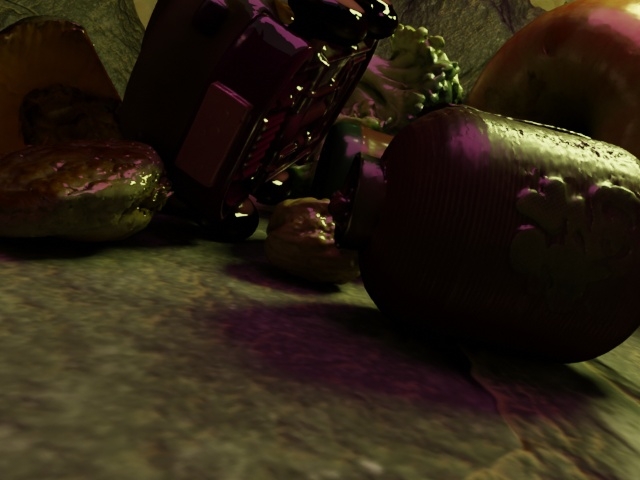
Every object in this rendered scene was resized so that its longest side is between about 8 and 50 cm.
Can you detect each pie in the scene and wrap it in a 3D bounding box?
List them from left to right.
[{"bbox_3d":[-0.212,-0.041,0.511,0.163,0.079,0.193,-4,18,-29],"label":"pie"}]

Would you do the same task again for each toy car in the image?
[{"bbox_3d":[-0.091,-0.184,0.666,0.240,0.271,0.341,35,27,3],"label":"toy car"}]

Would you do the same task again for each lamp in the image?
[{"bbox_3d":[0.131,-0.010,0.463,0.257,0.180,0.180,14,9,-7],"label":"lamp"}]

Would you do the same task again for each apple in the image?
[{"bbox_3d":[0.400,-0.119,0.865,0.346,0.392,0.391,3,13,-39],"label":"apple"}]

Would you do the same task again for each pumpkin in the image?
[{"bbox_3d":[-0.251,-0.148,0.730,0.280,0.190,0.139,10,9,-20],"label":"pumpkin"}]

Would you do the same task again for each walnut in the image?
[{"bbox_3d":[0.000,0.000,0.553,0.096,0.083,0.079,12,38,-9],"label":"walnut"}]

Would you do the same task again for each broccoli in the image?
[{"bbox_3d":[0.035,-0.194,0.933,0.293,0.281,0.348,-19,-14,-42],"label":"broccoli"}]

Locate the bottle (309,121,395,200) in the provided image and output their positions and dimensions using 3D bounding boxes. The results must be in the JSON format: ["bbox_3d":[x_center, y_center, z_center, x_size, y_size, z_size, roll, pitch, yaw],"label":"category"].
[{"bbox_3d":[0.158,-0.020,0.671,0.336,0.144,0.144,12,9,-6],"label":"bottle"}]
